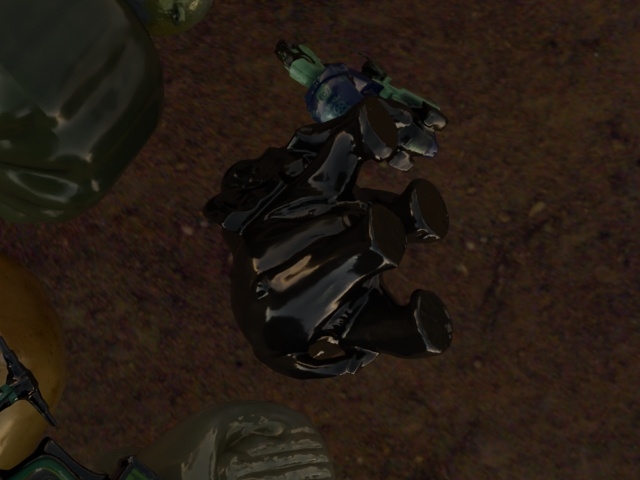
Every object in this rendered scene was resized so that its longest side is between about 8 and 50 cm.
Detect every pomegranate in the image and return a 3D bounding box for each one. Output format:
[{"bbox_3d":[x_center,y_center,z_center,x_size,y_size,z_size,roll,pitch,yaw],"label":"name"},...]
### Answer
[{"bbox_3d":[-0.319,0.105,0.780,0.233,0.233,0.233,-7,109,-22],"label":"pomegranate"}]

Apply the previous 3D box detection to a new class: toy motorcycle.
[{"bbox_3d":[-0.192,0.147,0.625,0.173,0.058,0.100,41,61,-7],"label":"toy motorcycle"},{"bbox_3d":[0.068,-0.227,1.583,0.331,0.196,0.125,24,116,-37],"label":"toy motorcycle"}]

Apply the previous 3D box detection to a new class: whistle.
[{"bbox_3d":[-0.193,-0.308,1.045,0.123,0.223,0.123,-19,145,-14],"label":"whistle"}]

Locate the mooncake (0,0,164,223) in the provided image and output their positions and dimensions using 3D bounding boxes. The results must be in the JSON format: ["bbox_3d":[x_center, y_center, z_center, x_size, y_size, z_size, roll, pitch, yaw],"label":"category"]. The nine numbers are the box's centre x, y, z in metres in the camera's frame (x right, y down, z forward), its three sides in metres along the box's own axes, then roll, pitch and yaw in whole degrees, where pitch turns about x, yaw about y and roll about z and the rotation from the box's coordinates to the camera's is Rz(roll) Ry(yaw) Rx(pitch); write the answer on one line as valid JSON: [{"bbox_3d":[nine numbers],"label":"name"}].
[{"bbox_3d":[-0.333,-0.161,0.960,0.351,0.351,0.187,47,56,-28],"label":"mooncake"}]

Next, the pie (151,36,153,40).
[{"bbox_3d":[-0.334,-0.300,1.278,0.277,0.078,0.277,28,53,-45],"label":"pie"}]

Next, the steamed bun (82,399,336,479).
[{"bbox_3d":[-0.125,0.383,0.998,0.342,0.255,0.368,-8,67,-43],"label":"steamed bun"}]

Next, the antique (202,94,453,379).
[{"bbox_3d":[0.000,0.000,1.082,0.185,0.255,0.322,27,53,-42],"label":"antique"}]
